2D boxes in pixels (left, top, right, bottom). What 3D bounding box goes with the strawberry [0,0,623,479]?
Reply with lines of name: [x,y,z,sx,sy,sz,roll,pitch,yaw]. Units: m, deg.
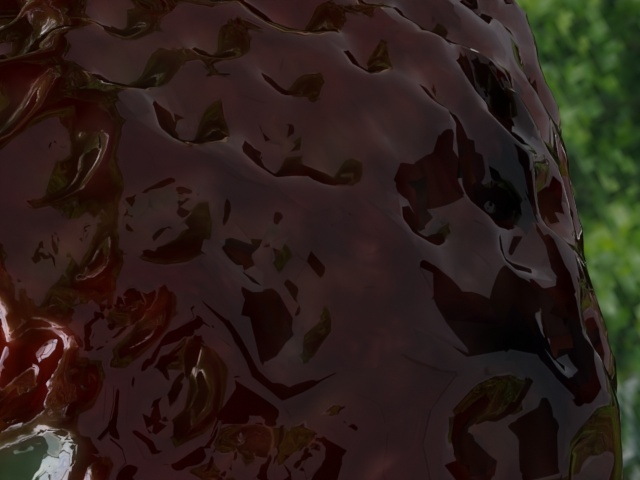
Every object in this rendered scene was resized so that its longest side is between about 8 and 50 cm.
strawberry: [0.005,0.018,0.502,0.280,0.150,0.253,-33,-85,-44]
